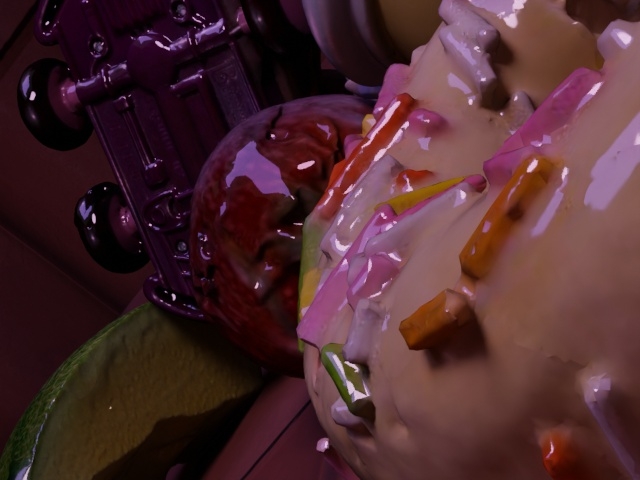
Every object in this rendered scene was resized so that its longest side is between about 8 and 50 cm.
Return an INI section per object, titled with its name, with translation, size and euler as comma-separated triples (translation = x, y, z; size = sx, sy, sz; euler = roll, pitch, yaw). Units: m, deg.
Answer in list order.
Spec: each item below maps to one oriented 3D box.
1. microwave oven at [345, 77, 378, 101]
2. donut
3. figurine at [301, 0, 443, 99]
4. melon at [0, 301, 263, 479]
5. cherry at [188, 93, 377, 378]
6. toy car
[microwave oven]
translation = 0.069, -0.179, 1.298
size = 0.122, 0.208, 0.162
euler = -23, 15, 12
[donut]
translation = 0.112, -0.022, 0.593
size = 0.307, 0.150, 0.371
euler = -58, 13, -9
[figurine]
translation = 0.118, -0.172, 0.938
size = 0.382, 0.205, 0.224
euler = 24, 92, 62
[melon]
translation = -0.178, 0.151, 1.402
size = 0.196, 0.124, 0.323
euler = -57, -15, 27
[cherry]
translation = 0.000, 0.000, 1.167
size = 0.249, 0.175, 0.192
euler = 62, -142, -84
[toy car]
translation = -0.062, -0.109, 1.408
size = 0.271, 0.340, 0.240
euler = -17, 8, 31
